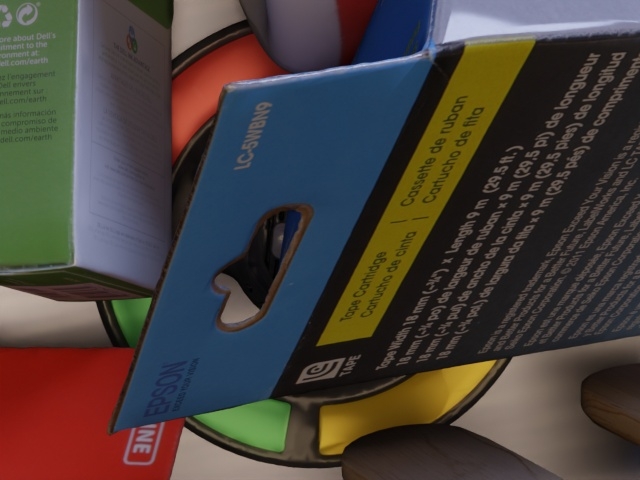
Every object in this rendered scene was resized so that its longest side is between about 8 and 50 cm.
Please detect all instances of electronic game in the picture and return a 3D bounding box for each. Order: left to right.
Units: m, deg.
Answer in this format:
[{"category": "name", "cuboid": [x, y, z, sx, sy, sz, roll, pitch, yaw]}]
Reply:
[{"category": "electronic game", "cuboid": [0.000, 0.000, 0.767, 0.229, 0.048, 0.229, -1, 96, -6]}]

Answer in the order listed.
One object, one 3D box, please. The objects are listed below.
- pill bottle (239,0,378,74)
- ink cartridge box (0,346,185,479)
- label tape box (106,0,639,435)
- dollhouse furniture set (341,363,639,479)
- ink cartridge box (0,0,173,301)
[{"category": "pill bottle", "cuboid": [0.122, -0.220, 0.676, 0.363, 0.210, 0.210, -18, 98, -5]}, {"category": "ink cartridge box", "cuboid": [-0.194, 0.126, 0.628, 0.239, 0.275, 0.060, -1, 134, 12]}, {"category": "label tape box", "cuboid": [0.081, -0.045, 0.620, 0.334, 0.240, 0.105, -7, 60, -22]}, {"category": "dollhouse furniture set", "cuboid": [0.028, 0.266, 0.735, 0.394, 0.256, 0.362, -10, 105, -24]}, {"category": "ink cartridge box", "cuboid": [-0.112, -0.081, 0.693, 0.062, 0.109, 0.209, -2, 81, 16]}]
